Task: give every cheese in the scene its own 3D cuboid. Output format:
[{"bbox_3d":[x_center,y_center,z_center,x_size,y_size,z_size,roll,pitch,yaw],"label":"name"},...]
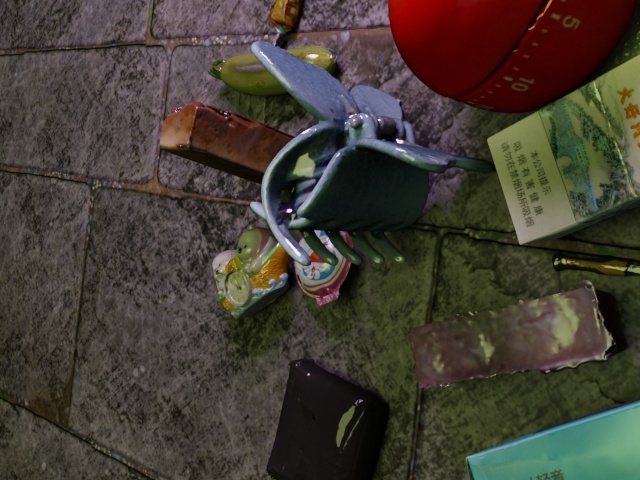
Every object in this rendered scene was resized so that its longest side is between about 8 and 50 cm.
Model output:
[{"bbox_3d":[0.000,0.000,1.421,0.155,0.062,0.244,-25,61,39],"label":"cheese"}]

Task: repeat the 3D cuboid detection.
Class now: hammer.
[{"bbox_3d":[0.425,0.036,1.080,0.201,0.021,0.078,9,93,40],"label":"hammer"}]

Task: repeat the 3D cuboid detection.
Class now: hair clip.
[{"bbox_3d":[0.059,-0.105,1.213,0.392,0.318,0.238,40,114,33],"label":"hair clip"}]

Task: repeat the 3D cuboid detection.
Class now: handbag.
[{"bbox_3d":[-0.002,0.362,1.391,0.223,0.080,0.246,20,100,40],"label":"handbag"}]

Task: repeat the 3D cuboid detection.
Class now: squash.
[{"bbox_3d":[-0.107,-0.329,1.516,0.341,0.094,0.094,6,91,38],"label":"squash"}]

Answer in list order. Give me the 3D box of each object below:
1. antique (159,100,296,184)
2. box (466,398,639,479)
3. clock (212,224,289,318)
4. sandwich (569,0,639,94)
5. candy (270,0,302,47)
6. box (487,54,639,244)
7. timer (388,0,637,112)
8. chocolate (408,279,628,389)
[{"bbox_3d":[-0.141,-0.167,1.381,0.087,0.310,0.093,7,84,41],"label":"antique"},{"bbox_3d":[0.372,0.281,0.994,0.311,0.205,0.118,-31,66,36],"label":"box"},{"bbox_3d":[-0.138,0.058,1.510,0.231,0.103,0.144,-37,73,34],"label":"clock"},{"bbox_3d":[0.455,-0.210,1.022,0.226,0.087,0.251,27,107,40],"label":"sandwich"},{"bbox_3d":[-0.063,-0.454,1.509,0.046,0.053,0.182,30,109,30],"label":"candy"},{"bbox_3d":[0.357,-0.112,1.010,0.256,0.069,0.164,-28,71,46],"label":"box"},{"bbox_3d":[0.254,-0.367,1.037,0.378,0.279,0.377,-162,90,-76],"label":"timer"},{"bbox_3d":[0.292,0.148,1.133,0.321,0.112,0.111,-21,73,39],"label":"chocolate"}]
